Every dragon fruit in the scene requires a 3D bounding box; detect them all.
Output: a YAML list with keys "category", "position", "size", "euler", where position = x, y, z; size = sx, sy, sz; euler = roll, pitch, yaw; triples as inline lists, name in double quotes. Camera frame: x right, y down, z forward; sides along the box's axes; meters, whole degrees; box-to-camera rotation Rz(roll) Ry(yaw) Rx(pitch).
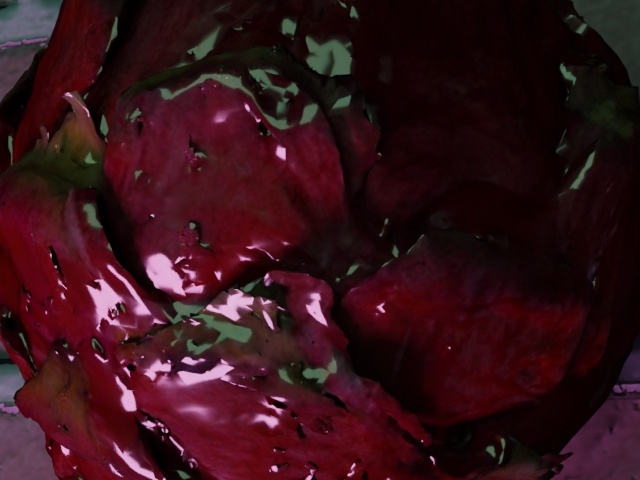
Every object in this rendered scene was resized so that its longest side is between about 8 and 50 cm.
- category: "dragon fruit"
  position: [-0.003, -0.001, 0.867]
  size: [0.329, 0.329, 0.329]
  euler: [-15, 58, 26]
